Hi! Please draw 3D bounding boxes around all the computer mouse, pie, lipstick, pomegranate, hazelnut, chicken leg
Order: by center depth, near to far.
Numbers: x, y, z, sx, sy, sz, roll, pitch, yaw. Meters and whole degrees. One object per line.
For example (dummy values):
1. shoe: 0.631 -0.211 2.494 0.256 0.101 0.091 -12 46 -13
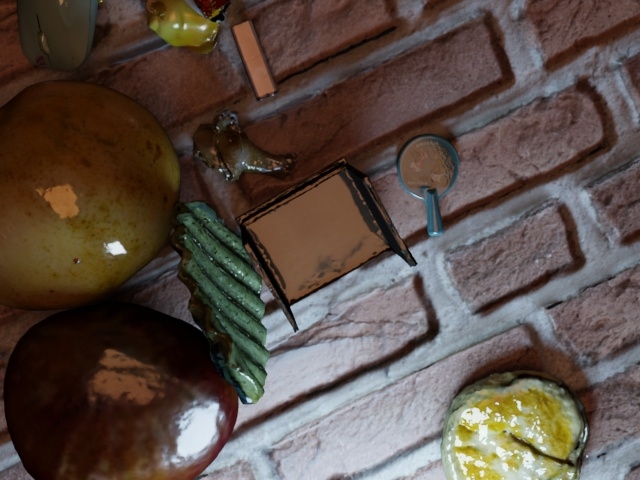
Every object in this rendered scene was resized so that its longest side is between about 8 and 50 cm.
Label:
1. pomegranate: -0.446 -0.082 1.567 0.416 0.416 0.417 -1 98 -6
2. computer mouse: -0.475 -0.450 1.640 0.159 0.097 0.289 12 99 19
3. hazelnut: -0.347 0.273 1.642 0.420 0.353 0.421 8 134 8
4. lipstick: -0.124 -0.337 1.746 0.045 0.045 0.145 -21 101 -1
5. chicken leg: -0.147 -0.161 1.756 0.196 0.080 0.125 34 81 -10
6. pie: 0.401 0.423 1.899 0.338 0.077 0.339 -1 102 -5

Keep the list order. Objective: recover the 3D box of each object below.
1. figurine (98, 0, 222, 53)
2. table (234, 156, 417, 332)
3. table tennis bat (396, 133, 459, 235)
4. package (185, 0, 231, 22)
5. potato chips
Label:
1. figurine: -0.288 -0.431 1.681 0.246 0.156 0.131 30 126 7
2. table: 0.000 0.000 1.688 0.250 0.282 0.196 -28 101 -1
3. table tennis bat: 0.216 -0.109 1.824 0.124 0.033 0.201 -8 94 -3
4. package: -0.215 -0.481 1.619 0.194 0.269 0.071 35 133 -16
5. potato chips: -0.155 0.113 1.611 0.070 0.429 0.359 -17 66 7
